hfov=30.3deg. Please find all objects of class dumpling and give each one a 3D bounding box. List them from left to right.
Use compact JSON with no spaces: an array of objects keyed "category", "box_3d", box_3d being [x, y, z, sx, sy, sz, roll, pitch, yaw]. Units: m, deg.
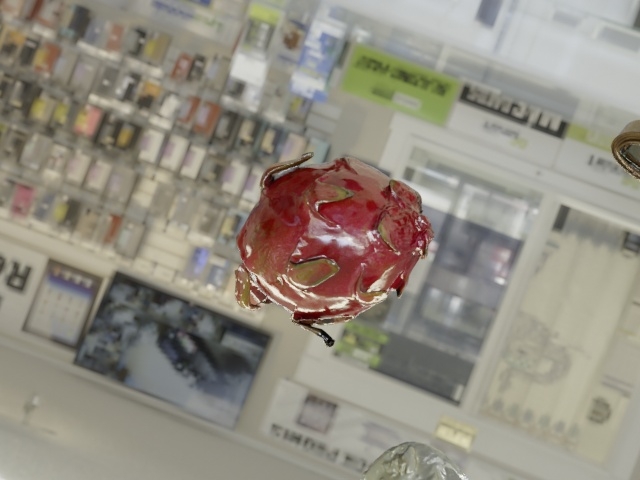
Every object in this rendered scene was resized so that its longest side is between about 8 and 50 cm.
[{"category":"dumpling","box_3d":[0.064,0.179,0.848,0.076,0.052,0.057,-17,110,55]}]

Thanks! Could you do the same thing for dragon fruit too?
[{"category":"dragon fruit","box_3d":[0.000,0.000,0.888,0.166,0.136,0.133,-21,115,39]}]

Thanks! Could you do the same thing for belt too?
[{"category":"belt","box_3d":[0.337,-0.087,1.192,0.083,0.059,0.036,34,-132,17]}]
